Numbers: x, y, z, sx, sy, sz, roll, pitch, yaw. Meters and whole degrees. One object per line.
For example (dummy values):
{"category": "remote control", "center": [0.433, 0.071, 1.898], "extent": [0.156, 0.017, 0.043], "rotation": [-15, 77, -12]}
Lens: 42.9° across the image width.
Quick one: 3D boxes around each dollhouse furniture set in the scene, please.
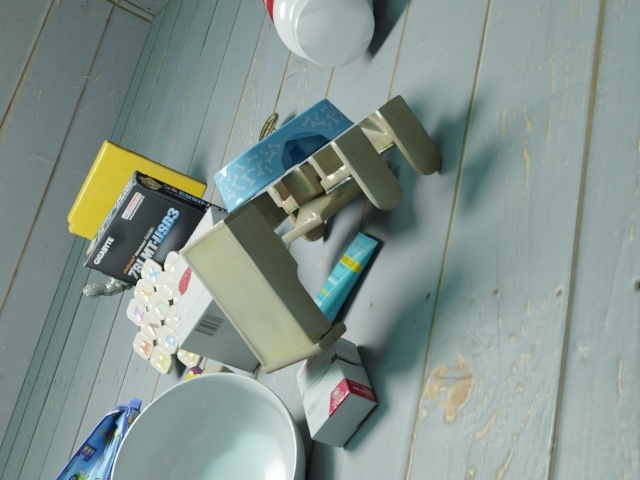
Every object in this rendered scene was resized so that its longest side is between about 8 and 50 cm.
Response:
{"category": "dollhouse furniture set", "center": [0.000, 0.000, 1.410], "extent": [0.394, 0.256, 0.362], "rotation": [-40, 7, -41]}

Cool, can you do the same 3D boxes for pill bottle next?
{"category": "pill bottle", "center": [-0.009, -0.554, 1.876], "extent": [0.229, 0.229, 0.408], "rotation": [-55, 28, 21]}

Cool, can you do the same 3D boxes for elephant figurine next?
{"category": "elephant figurine", "center": [-0.507, 0.080, 2.256], "extent": [0.169, 0.239, 0.186], "rotation": [-51, 30, 29]}

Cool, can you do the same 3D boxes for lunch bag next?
{"category": "lunch bag", "center": [-0.515, 0.516, 1.966], "extent": [0.221, 0.138, 0.293], "rotation": [91, -158, -71]}

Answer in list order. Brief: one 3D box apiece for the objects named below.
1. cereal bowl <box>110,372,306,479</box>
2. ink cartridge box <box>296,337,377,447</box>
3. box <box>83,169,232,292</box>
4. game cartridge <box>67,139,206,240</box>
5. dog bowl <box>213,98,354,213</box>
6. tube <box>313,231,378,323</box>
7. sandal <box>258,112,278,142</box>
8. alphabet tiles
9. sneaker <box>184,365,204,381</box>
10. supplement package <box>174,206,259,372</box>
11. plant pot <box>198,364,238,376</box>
{"category": "cereal bowl", "center": [-0.176, 0.407, 1.392], "extent": [0.339, 0.141, 0.339], "rotation": [-10, 55, 14]}
{"category": "ink cartridge box", "center": [0.023, 0.243, 1.338], "extent": [0.109, 0.063, 0.150], "rotation": [-55, 28, 22]}
{"category": "box", "center": [-0.404, 0.000, 2.072], "extent": [0.295, 0.293, 0.073], "rotation": [-51, 30, 26]}
{"category": "game cartridge", "center": [-0.535, -0.101, 2.366], "extent": [0.285, 0.323, 0.052], "rotation": [-61, 29, 8]}
{"category": "dog bowl", "center": [-0.071, -0.162, 1.499], "extent": [0.297, 0.074, 0.166], "rotation": [-37, 5, -24]}
{"category": "tube", "center": [0.034, 0.082, 1.479], "extent": [0.207, 0.052, 0.080], "rotation": [-58, 32, 1]}
{"category": "sandal", "center": [-0.131, -0.238, 2.052], "extent": [0.072, 0.049, 0.180], "rotation": [-109, 35, -62]}
{"category": "alphabet tiles", "center": [-0.370, 0.177, 1.996], "extent": [0.278, 0.021, 0.284], "rotation": [32, 106, 32]}
{"category": "sneaker", "center": [-0.300, 0.345, 1.827], "extent": [0.069, 0.084, 0.185], "rotation": [-53, 29, 24]}
{"category": "supplement package", "center": [-0.193, 0.100, 1.730], "extent": [0.177, 0.175, 0.293], "rotation": [-54, 28, 24]}
{"category": "plant pot", "center": [-0.208, 0.315, 1.671], "extent": [0.109, 0.109, 0.096], "rotation": [-17, 42, 57]}
